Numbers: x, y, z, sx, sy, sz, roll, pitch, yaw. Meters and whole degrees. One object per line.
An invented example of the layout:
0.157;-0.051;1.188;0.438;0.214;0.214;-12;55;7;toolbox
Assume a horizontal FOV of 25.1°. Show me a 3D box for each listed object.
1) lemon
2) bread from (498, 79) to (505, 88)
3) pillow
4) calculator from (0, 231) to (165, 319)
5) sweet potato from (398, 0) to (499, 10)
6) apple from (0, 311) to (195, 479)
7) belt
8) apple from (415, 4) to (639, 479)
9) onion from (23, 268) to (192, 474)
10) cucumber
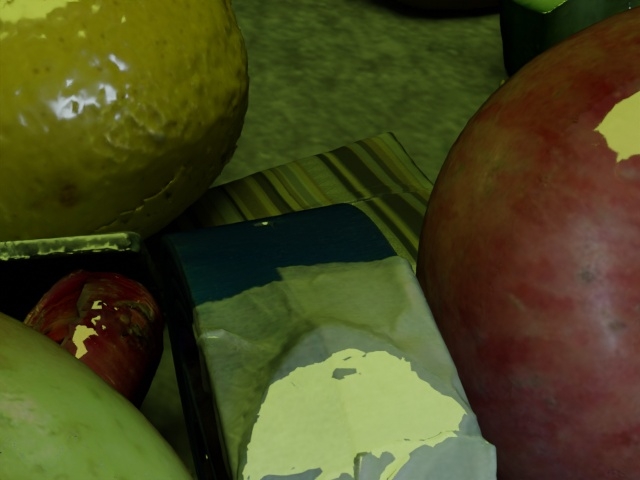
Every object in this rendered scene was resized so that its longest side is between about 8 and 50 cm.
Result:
-0.194;-0.104;0.987;0.310;0.258;0.258;-31;44;-21;lemon
0.197;-0.035;1.015;0.098;0.087;0.269;-34;35;8;bread
0.000;0.000;1.022;0.212;0.052;0.208;-19;39;-15;pillow
-0.231;0.030;0.931;0.262;0.161;0.021;-3;73;-2;calculator
0.122;-0.242;1.346;0.250;0.059;0.069;15;67;4;sweet potato
-0.190;0.184;0.575;0.319;0.319;0.277;0;35;4;apple
-0.005;0.101;0.745;0.117;0.212;0.347;-9;24;-10;belt
0.214;0.025;0.761;0.345;0.344;0.269;-9;6;-8;apple
-0.130;0.101;0.862;0.140;0.150;0.150;34;36;-13;onion
0.246;-0.212;1.239;0.191;0.130;0.191;-6;36;4;cucumber
